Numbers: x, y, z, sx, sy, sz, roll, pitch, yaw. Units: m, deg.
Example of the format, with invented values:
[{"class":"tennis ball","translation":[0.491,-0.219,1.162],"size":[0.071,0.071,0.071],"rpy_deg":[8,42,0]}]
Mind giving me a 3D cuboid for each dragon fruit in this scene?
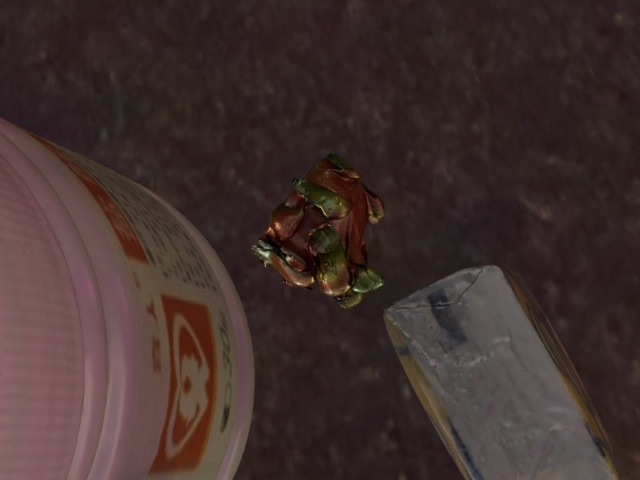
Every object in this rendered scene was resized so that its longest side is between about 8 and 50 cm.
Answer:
[{"class":"dragon fruit","translation":[0.000,0.000,1.630],"size":[0.142,0.175,0.138],"rpy_deg":[-18,144,-22]}]

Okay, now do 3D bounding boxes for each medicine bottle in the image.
[{"class":"medicine bottle","translation":[-0.152,0.049,0.653],"size":[0.202,0.316,0.202],"rpy_deg":[-1,85,10]}]

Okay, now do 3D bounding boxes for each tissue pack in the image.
[{"class":"tissue pack","translation":[0.081,0.064,0.790],"size":[0.060,0.148,0.109],"rpy_deg":[-29,86,6]}]
